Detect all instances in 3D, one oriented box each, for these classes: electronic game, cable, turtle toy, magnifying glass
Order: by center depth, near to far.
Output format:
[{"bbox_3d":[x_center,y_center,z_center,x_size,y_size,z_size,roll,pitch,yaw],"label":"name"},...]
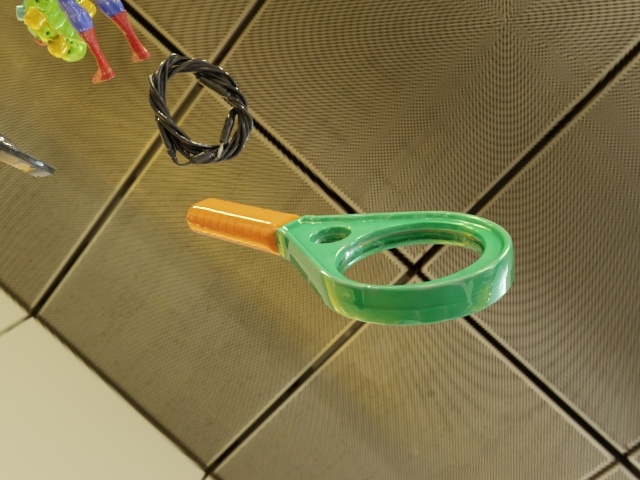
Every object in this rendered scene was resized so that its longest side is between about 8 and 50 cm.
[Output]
[{"bbox_3d":[0.000,0.000,0.390,0.231,0.092,0.026,11,-60,46],"label":"magnifying glass"},{"bbox_3d":[-0.352,-0.292,0.930,0.066,0.095,0.130,13,-27,26],"label":"turtle toy"},{"bbox_3d":[-0.190,-0.212,1.096,0.150,0.047,0.185,-19,-92,-16],"label":"cable"},{"bbox_3d":[-0.586,-0.174,1.247,0.229,0.229,0.048,24,-94,7],"label":"electronic game"}]

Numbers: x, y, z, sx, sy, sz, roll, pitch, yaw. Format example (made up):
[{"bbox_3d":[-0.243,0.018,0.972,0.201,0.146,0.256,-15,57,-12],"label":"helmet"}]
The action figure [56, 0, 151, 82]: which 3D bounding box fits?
[{"bbox_3d":[-0.322,-0.330,0.829,0.139,0.091,0.280,13,-46,53],"label":"action figure"}]
